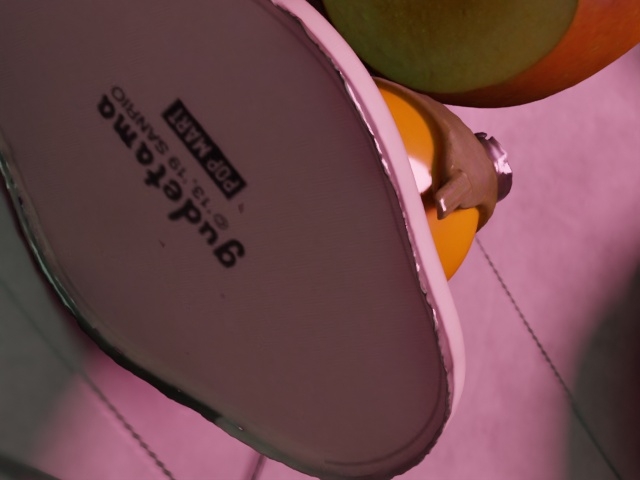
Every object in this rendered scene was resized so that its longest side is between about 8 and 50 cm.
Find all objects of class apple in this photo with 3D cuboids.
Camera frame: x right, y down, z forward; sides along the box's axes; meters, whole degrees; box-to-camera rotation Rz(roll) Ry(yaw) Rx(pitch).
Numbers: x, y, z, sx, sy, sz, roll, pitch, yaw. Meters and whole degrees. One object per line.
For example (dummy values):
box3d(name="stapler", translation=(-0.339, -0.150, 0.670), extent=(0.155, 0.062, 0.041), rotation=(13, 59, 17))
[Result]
box3d(name="apple", translation=(0.078, -0.138, 0.617), extent=(0.163, 0.147, 0.146), rotation=(-44, 113, -27))

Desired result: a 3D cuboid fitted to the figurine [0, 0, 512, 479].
box3d(name="figurine", translation=(-0.014, -0.050, 0.558), extent=(0.141, 0.167, 0.250), rotation=(-39, 101, -47))
